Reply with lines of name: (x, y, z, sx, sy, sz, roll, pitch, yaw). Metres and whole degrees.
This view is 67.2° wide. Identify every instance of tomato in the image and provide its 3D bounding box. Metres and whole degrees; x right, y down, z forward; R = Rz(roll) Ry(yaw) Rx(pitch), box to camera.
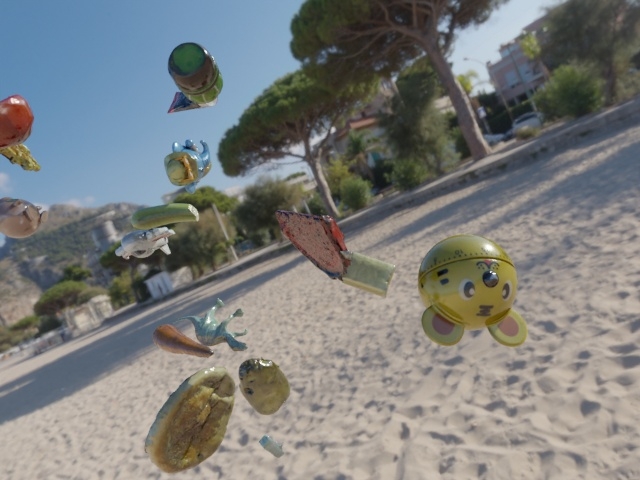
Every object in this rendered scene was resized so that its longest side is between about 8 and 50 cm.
tomato: (-0.822, -0.289, 1.254, 0.189, 0.099, 0.173, -26, 26, 37)

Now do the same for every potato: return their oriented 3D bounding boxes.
potato: (-0.243, 0.608, 2.047, 0.191, 0.296, 0.141, -34, 29, -11)

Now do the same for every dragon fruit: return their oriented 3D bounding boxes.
dragon fruit: (0.000, 0.000, 1.602, 0.100, 0.282, 0.343, -35, 25, -24)

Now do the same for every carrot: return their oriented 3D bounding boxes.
carrot: (-0.320, 0.244, 1.120, 0.061, 0.061, 0.256, -26, 22, -39)

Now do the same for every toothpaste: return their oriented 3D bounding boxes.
toothpaste: (-0.358, -0.383, 1.322, 0.193, 0.071, 0.045, 11, -13, 41)

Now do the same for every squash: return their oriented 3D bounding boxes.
squash: (-0.577, -0.090, 1.781, 0.250, 0.083, 0.083, -9, 3, 1)

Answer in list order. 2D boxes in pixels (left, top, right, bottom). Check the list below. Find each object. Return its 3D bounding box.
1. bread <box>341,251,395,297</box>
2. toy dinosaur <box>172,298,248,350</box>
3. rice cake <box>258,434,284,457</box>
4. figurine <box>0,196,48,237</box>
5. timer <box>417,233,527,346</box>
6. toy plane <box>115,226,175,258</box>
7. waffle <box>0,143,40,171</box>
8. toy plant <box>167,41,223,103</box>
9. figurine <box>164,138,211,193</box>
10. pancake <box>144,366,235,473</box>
bread: (0.179, 0.124, 1.802, 0.178, 0.140, 0.060, 16, -24, 13)
toy dinosaur: (-0.383, 0.289, 1.687, 0.392, 0.092, 0.205, 5, 37, 25)
rice cake: (-0.141, 0.612, 1.436, 0.042, 0.030, 0.180, -41, -32, -15)
figurine: (-0.874, -0.067, 1.388, 0.138, 0.125, 0.125, -5, 4, 5)
timer: (0.516, 0.180, 1.666, 0.376, 0.387, 0.376, -1, -34, -1)
toy plane: (-0.695, 0.010, 1.930, 0.252, 0.118, 0.252, -24, -4, -2)
waffle: (-1.016, -0.324, 1.524, 0.051, 0.291, 0.291, -42, 4, -4)
toy plant: (-0.248, -0.333, 0.981, 0.092, 0.093, 0.162, -24, -5, -2)
figurine: (-0.513, -0.305, 1.886, 0.153, 0.180, 0.262, 13, 34, -1)
pancake: (-0.423, 0.620, 1.662, 0.082, 0.387, 0.387, 18, 27, 30)
